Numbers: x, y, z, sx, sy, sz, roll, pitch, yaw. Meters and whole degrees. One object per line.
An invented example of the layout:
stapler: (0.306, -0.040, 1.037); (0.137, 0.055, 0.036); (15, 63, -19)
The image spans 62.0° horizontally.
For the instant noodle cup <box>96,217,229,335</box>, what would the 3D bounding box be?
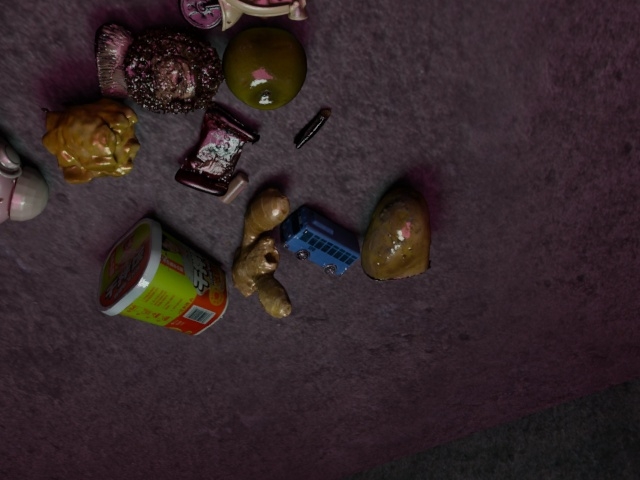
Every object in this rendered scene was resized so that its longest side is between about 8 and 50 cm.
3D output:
instant noodle cup: (-0.454, 0.131, 1.591); (0.293, 0.294, 0.307); (-37, 132, 22)

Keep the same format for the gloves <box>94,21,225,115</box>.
gloves: (-0.361, -0.394, 1.215); (0.312, 0.135, 0.211); (17, 108, 5)

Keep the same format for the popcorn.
popcorn: (-0.541, -0.245, 1.285); (0.253, 0.190, 0.192); (2, 117, 19)

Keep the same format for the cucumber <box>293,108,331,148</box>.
cucumber: (-0.022, -0.298, 1.422); (0.135, 0.033, 0.034); (-44, 156, 28)

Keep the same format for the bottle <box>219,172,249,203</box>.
bottle: (-0.245, -0.148, 1.508); (0.045, 0.045, 0.096); (35, 117, -31)

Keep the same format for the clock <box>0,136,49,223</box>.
clock: (-0.899, -0.161, 1.326); (0.325, 0.184, 0.342); (-22, 135, 4)

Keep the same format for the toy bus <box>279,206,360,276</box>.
toy bus: (0.000, 0.000, 1.626); (0.233, 0.116, 0.133); (29, 123, -30)

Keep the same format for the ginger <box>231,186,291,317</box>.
ginger: (-0.194, 0.037, 1.592); (0.122, 0.348, 0.364); (-12, 95, -34)

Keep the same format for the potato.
potato: (0.231, -0.033, 1.568); (0.229, 0.229, 0.266); (-4, 128, -5)

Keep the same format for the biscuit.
biscuit: (-0.273, -0.231, 1.419); (0.151, 0.063, 0.235); (22, 118, -26)

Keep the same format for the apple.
apple: (-0.128, -0.391, 1.223); (0.196, 0.157, 0.196); (-5, 156, -2)

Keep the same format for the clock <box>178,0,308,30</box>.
clock: (-0.127, -0.599, 1.095); (0.276, 0.120, 0.379); (13, 127, -15)
